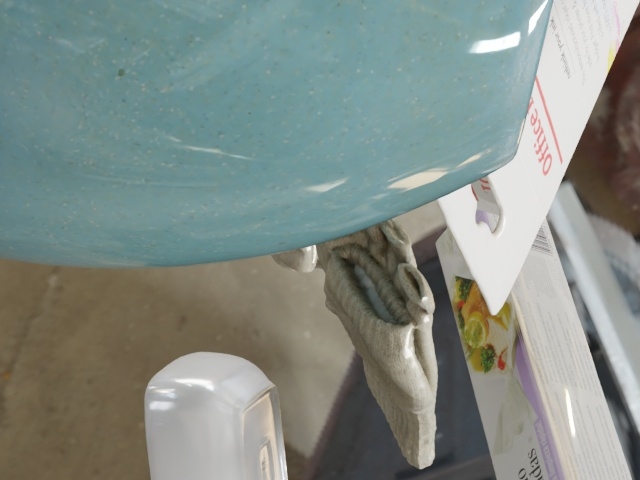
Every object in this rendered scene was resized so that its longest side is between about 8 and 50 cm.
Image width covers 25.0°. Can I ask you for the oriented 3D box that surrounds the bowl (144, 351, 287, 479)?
[{"bbox_3d":[-0.057,0.141,0.895,0.142,0.053,0.142,-20,104,-78],"label":"bowl"}]

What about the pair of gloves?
[{"bbox_3d":[0.000,0.000,0.803,0.042,0.204,0.240,-24,62,-11],"label":"pair of gloves"}]

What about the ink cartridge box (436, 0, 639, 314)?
[{"bbox_3d":[0.108,-0.155,0.914,0.353,0.119,0.207,-64,151,-20],"label":"ink cartridge box"}]

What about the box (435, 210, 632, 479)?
[{"bbox_3d":[0.148,0.110,0.971,0.067,0.063,0.324,14,44,-28],"label":"box"}]

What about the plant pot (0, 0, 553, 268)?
[{"bbox_3d":[-0.007,-0.114,0.552,0.195,0.290,0.290,13,48,6],"label":"plant pot"}]
